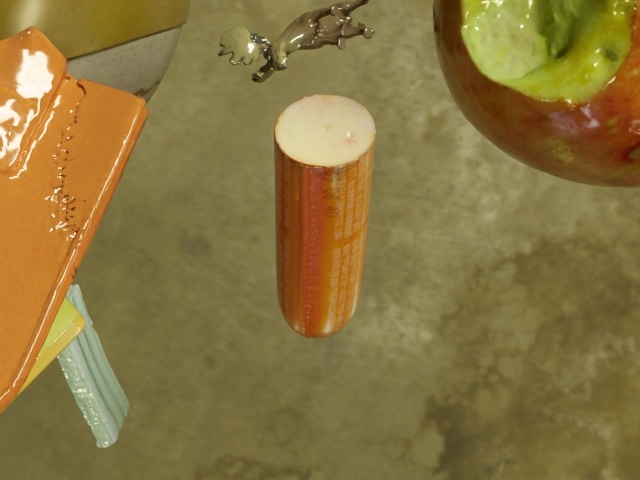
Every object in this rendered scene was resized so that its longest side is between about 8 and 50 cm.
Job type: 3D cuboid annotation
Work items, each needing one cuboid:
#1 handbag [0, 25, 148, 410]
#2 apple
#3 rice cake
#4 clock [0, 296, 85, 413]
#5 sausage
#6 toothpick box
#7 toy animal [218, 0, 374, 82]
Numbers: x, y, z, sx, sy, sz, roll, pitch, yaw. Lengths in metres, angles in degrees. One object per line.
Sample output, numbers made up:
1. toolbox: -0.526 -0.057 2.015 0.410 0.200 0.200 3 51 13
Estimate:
1. handbag: -0.364 -0.058 0.771 0.410 0.116 0.303 26 68 -13
2. apple: 0.265 -0.214 1.019 0.339 0.339 0.340 -3 97 -30
3. rice cake: -0.343 0.183 1.613 0.043 0.127 0.237 -14 111 6
4. clock: -0.410 0.141 1.399 0.202 0.143 0.096 -46 117 -26
5. sausage: 0.000 0.000 1.076 0.093 0.093 0.312 -32 149 -24
6. toothpick box: -0.390 -0.378 1.581 0.409 0.409 0.425 6 131 -31
7. toy animal: -0.027 -0.300 1.641 0.214 0.186 0.094 -30 111 -41
